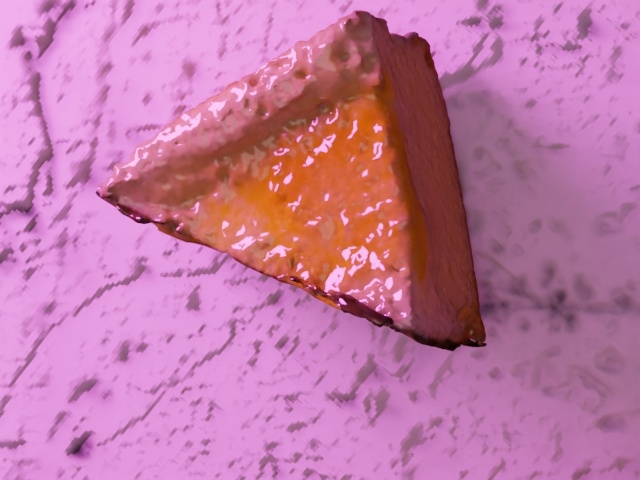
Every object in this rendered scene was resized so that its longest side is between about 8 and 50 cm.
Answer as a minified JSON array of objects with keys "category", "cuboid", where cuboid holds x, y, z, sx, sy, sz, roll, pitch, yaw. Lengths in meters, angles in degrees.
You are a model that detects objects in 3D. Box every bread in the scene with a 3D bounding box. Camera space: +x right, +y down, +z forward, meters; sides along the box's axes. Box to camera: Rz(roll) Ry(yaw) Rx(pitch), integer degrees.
[{"category":"bread","cuboid":[0.000,0.000,0.849,0.169,0.140,0.160,-29,76,15]}]
